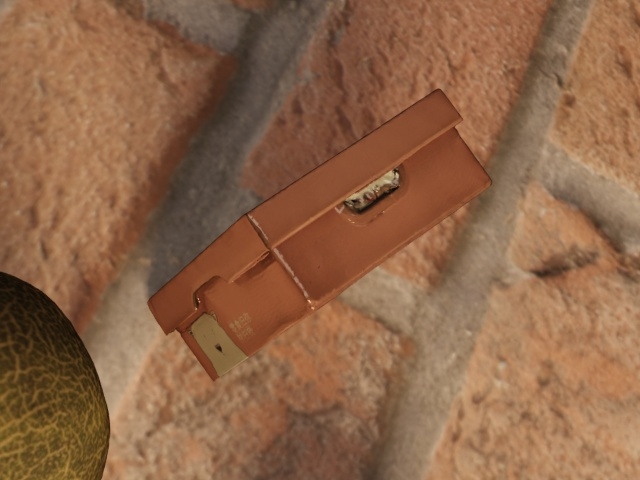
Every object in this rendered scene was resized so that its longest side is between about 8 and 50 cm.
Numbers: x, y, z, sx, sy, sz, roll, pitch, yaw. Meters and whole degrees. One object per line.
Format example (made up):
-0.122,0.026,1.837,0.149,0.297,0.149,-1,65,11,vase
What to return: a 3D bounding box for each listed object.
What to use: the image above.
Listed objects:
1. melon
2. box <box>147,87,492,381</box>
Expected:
-0.282,0.139,0.813,0.301,0.237,0.237,-27,74,-32,melon
0.000,0.000,1.021,0.215,0.215,0.086,-35,89,-33,box
